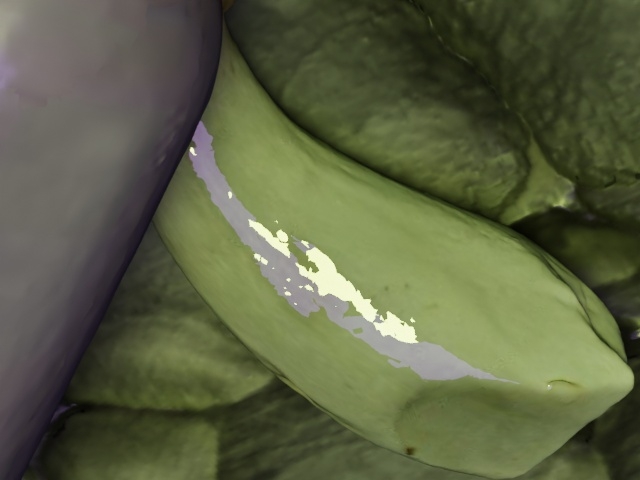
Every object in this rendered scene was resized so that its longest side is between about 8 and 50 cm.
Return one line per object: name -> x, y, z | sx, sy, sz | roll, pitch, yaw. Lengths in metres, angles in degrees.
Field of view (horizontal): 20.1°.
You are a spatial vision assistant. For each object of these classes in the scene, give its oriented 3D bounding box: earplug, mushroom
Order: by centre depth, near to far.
earplug -> -0.187, 0.033, 0.679 | 0.215, 0.215, 0.456 | 25, 118, -16
mushroom -> 0.000, 0.000, 0.757 | 0.270, 0.103, 0.118 | 38, 111, -15
